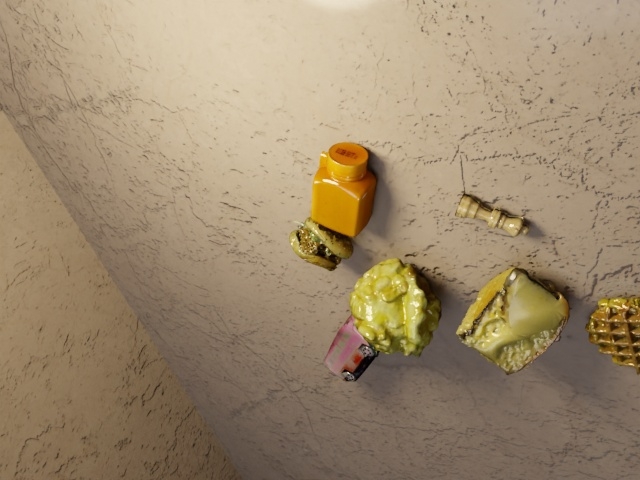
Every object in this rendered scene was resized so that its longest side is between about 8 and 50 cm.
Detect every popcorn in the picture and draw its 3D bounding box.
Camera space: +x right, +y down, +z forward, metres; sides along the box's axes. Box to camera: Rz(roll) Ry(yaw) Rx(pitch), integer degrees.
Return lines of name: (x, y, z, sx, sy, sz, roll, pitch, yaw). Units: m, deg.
popcorn: (0.208, 0.194, 1.555, 0.237, 0.293, 0.293, -28, 113, 3)

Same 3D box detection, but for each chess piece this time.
chess piece: (0.407, -0.055, 1.346, 0.172, 0.060, 0.060, 23, 137, 15)

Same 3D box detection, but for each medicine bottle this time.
medicine bottle: (0.062, -0.134, 1.479, 0.149, 0.112, 0.222, 24, 137, 18)

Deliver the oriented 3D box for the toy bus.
toy bus: (0.121, 0.338, 1.851, 0.147, 0.127, 0.303, 34, 139, 11)

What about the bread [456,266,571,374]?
bread: (0.490, 0.193, 1.432, 0.204, 0.162, 0.262, 38, 117, 3)

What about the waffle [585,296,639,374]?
waffle: (0.761, 0.220, 1.331, 0.253, 0.056, 0.249, 40, 139, 1)

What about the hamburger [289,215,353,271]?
hamburger: (0.000, 0.000, 1.607, 0.185, 0.177, 0.113, 46, 109, 3)
